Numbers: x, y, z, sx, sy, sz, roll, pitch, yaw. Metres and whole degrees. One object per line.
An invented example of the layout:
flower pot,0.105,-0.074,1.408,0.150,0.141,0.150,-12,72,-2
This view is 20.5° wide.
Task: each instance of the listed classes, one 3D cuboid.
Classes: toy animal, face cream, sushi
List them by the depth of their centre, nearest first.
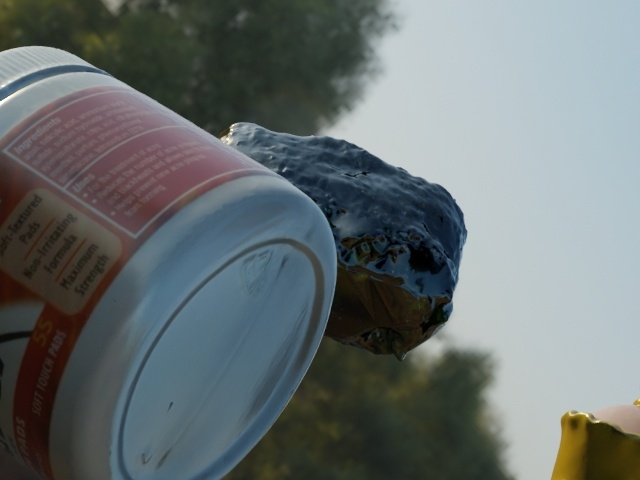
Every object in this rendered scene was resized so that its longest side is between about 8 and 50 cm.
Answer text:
face cream,-0.119,0.023,0.945,0.187,0.201,0.201,32,-11,26
sushi,0.000,0.000,1.352,0.225,0.124,0.127,21,36,1
toy animal,0.226,0.209,1.367,0.156,0.230,0.156,31,-18,11
